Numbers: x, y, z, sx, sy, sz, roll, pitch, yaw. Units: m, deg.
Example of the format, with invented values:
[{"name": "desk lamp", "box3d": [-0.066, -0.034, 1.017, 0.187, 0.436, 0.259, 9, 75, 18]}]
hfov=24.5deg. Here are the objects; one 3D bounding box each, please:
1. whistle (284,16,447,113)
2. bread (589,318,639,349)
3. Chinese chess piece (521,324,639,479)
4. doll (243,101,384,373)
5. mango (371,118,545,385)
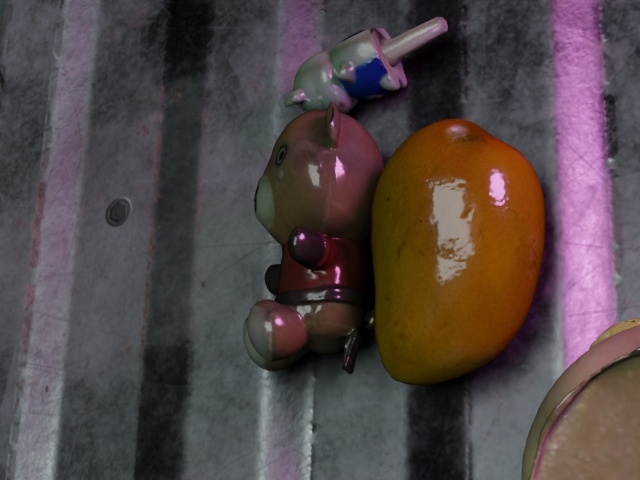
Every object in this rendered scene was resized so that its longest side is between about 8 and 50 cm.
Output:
[{"name": "whistle", "box3d": [0.057, -0.226, 1.927, 0.244, 0.110, 0.092, -24, 91, 20]}, {"name": "bread", "box3d": [0.353, 0.145, 1.582, 0.129, 0.114, 0.111, -29, 51, 14]}, {"name": "Chinese chess piece", "box3d": [0.365, 0.244, 1.442, 0.338, 0.140, 0.338, 1, 95, 15]}, {"name": "doll", "box3d": [0.000, 0.000, 1.815, 0.174, 0.235, 0.330, 5, 80, 1]}, {"name": "mango", "box3d": [0.154, 0.015, 1.721, 0.211, 0.173, 0.317, 5, 80, 24]}]
